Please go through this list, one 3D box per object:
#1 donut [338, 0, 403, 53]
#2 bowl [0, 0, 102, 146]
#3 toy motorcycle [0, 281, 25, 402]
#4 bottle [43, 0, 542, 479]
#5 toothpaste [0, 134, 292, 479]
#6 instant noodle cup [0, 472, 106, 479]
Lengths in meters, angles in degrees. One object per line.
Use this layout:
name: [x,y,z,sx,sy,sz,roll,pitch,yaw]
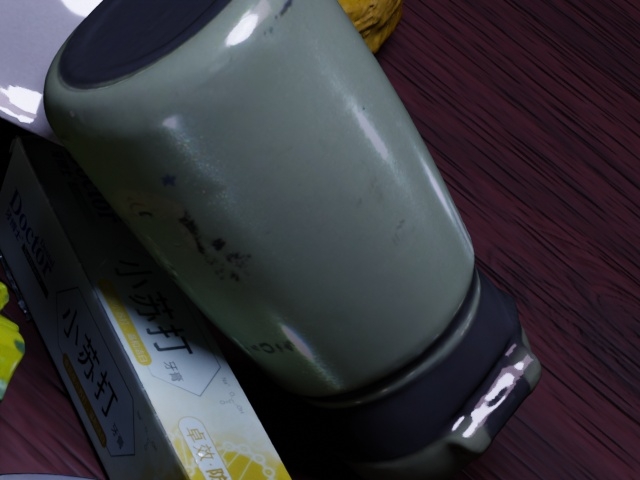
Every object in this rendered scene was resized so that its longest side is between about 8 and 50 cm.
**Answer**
donut: [-0.044,-0.223,1.514,0.253,0.118,0.253,9,53,-12]
bowl: [-0.138,-0.177,1.268,0.345,0.157,0.345,24,17,-8]
toy motorcycle: [-0.297,0.044,0.983,0.142,0.206,0.342,37,21,32]
bottle: [-0.001,0.000,1.126,0.347,0.168,0.168,55,25,-30]
toothpaste: [-0.103,0.070,1.141,0.071,0.089,0.313,-6,48,-31]
instant noodle cup: [-0.128,0.202,0.916,0.208,0.177,0.125,23,48,-28]
